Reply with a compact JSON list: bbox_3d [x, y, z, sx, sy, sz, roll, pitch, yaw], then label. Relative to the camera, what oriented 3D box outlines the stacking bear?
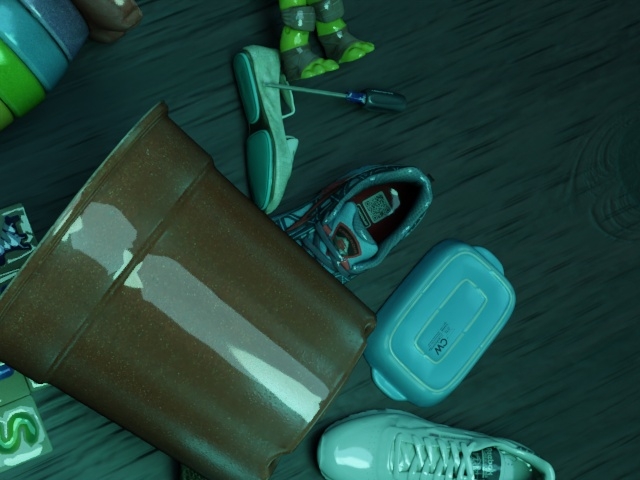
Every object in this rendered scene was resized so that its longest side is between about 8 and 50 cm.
[{"bbox_3d":[-0.323,-0.149,1.379,0.164,0.175,0.289,45,80,-12],"label":"stacking bear"}]

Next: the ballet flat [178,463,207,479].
[{"bbox_3d":[-0.107,0.257,1.464,0.084,0.058,0.249,-2,91,-41],"label":"ballet flat"}]

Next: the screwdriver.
[{"bbox_3d":[0.014,-0.148,1.540,0.170,0.024,0.025,9,57,-31],"label":"screwdriver"}]

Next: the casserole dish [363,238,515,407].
[{"bbox_3d":[0.126,0.082,1.566,0.114,0.037,0.188,43,74,-10],"label":"casserole dish"}]

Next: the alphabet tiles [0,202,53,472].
[{"bbox_3d":[-0.399,0.102,1.397,0.343,0.011,0.285,-21,92,-20],"label":"alphabet tiles"}]

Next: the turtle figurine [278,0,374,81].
[{"bbox_3d":[-0.032,-0.267,1.495,0.269,0.087,0.217,-37,112,-62],"label":"turtle figurine"}]

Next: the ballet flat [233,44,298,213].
[{"bbox_3d":[-0.046,-0.111,1.519,0.052,0.057,0.168,-6,87,-29],"label":"ballet flat"}]

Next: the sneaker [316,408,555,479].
[{"bbox_3d":[0.113,0.214,1.518,0.235,0.095,0.090,7,84,-17],"label":"sneaker"}]

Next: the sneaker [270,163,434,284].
[{"bbox_3d":[0.000,0.000,1.484,0.262,0.125,0.104,-38,97,-19],"label":"sneaker"}]

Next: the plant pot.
[{"bbox_3d":[-0.112,0.066,1.333,0.265,0.272,0.272,37,74,-4],"label":"plant pot"}]
